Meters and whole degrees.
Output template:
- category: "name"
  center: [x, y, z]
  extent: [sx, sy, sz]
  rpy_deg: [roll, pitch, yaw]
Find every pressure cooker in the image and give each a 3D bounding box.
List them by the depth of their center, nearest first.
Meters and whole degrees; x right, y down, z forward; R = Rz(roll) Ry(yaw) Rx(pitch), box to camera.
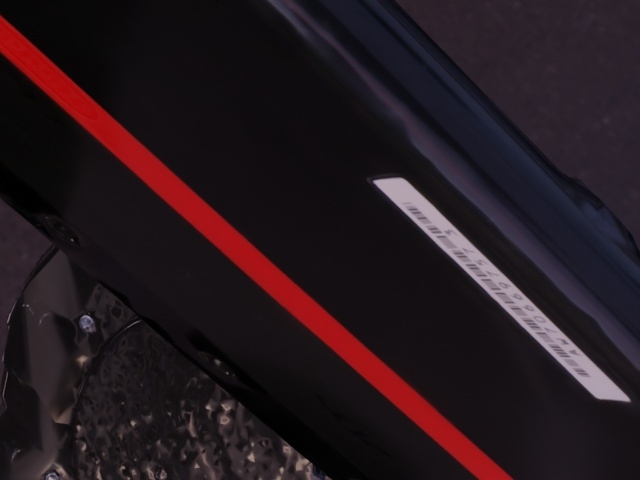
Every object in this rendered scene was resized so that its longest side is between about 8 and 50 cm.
- category: "pressure cooker"
  center: [0.025, 0.116, 1.154]
  extent: [0.420, 0.369, 0.376]
  rpy_deg: [-7, 102, -61]

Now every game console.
- category: "game console"
  center: [0.000, 0.000, 0.597]
  extent: [0.386, 0.342, 0.060]
  rpy_deg: [42, 69, -21]
